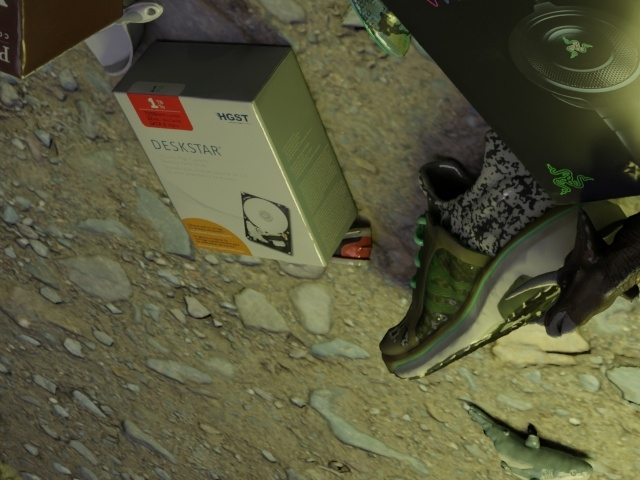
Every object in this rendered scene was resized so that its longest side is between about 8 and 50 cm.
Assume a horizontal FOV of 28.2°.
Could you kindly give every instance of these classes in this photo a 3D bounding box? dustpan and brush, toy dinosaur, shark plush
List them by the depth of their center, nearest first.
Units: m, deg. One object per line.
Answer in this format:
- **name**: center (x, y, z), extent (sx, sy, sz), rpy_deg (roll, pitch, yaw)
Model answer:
- **toy dinosaur**: center (0.320, -0.004, 1.035), extent (0.160, 0.313, 0.121), rpy_deg (20, 120, 60)
- **dustpan and brush**: center (-0.216, -0.231, 1.297), extent (0.211, 0.060, 0.147), rpy_deg (-6, 130, 44)
- **shark plush**: center (0.255, 0.251, 1.564), extent (0.161, 0.073, 0.067), rpy_deg (43, 131, 22)

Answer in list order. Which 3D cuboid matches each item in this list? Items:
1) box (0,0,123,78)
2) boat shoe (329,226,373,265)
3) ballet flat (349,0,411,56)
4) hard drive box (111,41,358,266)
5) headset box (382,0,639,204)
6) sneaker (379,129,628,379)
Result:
- **box**: center (-0.285, -0.287, 1.142), extent (0.168, 0.167, 0.203), rpy_deg (20, 127, 17)
- **boat shoe**: center (0.000, 0.000, 1.435), extent (0.137, 0.049, 0.043), rpy_deg (8, 97, 36)
- **ballet flat**: center (0.043, -0.237, 1.080), extent (0.070, 0.070, 0.188), rpy_deg (-6, 134, 43)
- **hard drive box**: center (-0.085, -0.091, 1.344), extent (0.181, 0.089, 0.232), rpy_deg (7, 139, 32)
- **headset box**: center (0.228, -0.158, 0.933), extent (0.246, 0.131, 0.283), rpy_deg (-6, 140, 43)
- **sneaker**: center (0.154, 0.007, 1.277), extent (0.182, 0.158, 0.410), rpy_deg (62, 150, 12)
